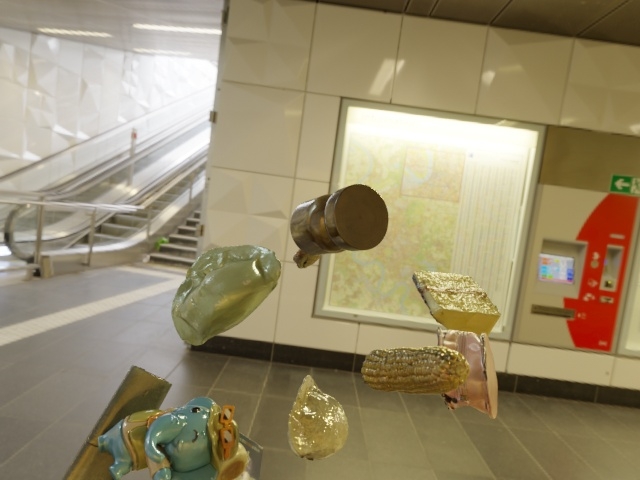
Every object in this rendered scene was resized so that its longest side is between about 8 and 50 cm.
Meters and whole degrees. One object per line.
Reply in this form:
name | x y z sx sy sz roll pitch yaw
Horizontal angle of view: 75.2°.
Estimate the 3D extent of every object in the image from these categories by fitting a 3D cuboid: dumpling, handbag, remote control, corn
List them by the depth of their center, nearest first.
corn | 0.183 0.257 0.833 0.101 0.101 0.291 6 -21 -22
remote control | -0.457 0.460 0.872 0.044 0.378 0.107 -8 -41 48
handbag | 0.342 0.306 0.976 0.116 0.179 0.205 -9 32 25
dumpling | -0.011 0.496 1.173 0.175 0.227 0.243 -5 -21 -10
dumpling | -0.288 0.169 1.265 0.320 0.212 0.269 -28 31 -32

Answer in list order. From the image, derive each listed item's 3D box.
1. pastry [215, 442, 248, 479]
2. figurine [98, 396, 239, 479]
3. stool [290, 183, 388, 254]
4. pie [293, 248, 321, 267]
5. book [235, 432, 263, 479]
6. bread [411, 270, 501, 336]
pastry | -0.327 0.773 1.445 0.156 0.157 0.092 3 17 -46
figurine | -0.292 0.410 0.826 0.261 0.154 0.180 -5 7 -28
stool | 0.046 -0.051 1.203 0.179 0.179 0.264 5 -7 -30
pie | -0.001 -0.001 1.651 0.085 0.308 0.308 41 5 0
book | -0.387 1.055 1.827 0.300 0.039 0.428 44 23 -26
bread | 0.434 0.238 1.454 0.235 0.199 0.263 13 24 -12
